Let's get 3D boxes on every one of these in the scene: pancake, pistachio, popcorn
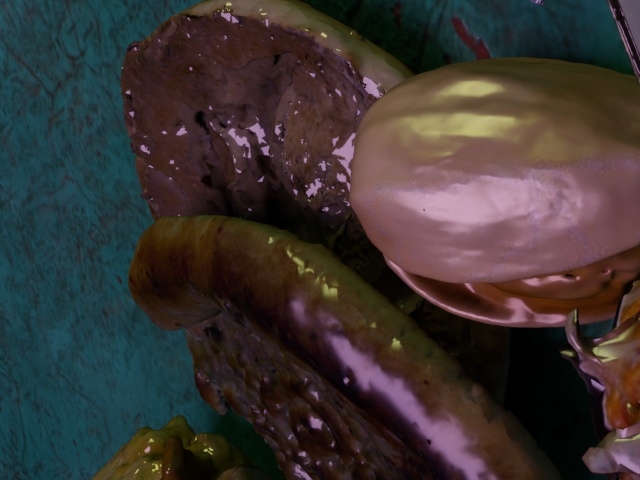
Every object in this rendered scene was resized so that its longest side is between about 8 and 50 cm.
[{"bbox_3d":[-0.006,0.112,1.118,0.427,0.067,0.305,37,149,31],"label":"pancake"},{"bbox_3d":[0.122,-0.029,0.902,0.229,0.157,0.157,7,116,31],"label":"pistachio"},{"bbox_3d":[-0.109,0.272,1.367,0.233,0.192,0.266,45,145,29],"label":"popcorn"},{"bbox_3d":[-0.001,-0.001,1.151,0.387,0.082,0.387,34,140,34],"label":"pancake"}]

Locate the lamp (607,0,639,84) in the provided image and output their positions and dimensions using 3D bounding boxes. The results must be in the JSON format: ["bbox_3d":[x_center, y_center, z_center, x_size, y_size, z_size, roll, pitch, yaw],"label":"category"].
[{"bbox_3d":[0.204,-0.223,0.753,0.269,0.047,0.266,-27,84,57],"label":"lamp"}]

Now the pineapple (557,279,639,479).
[{"bbox_3d":[0.289,0.061,0.570,0.300,0.352,0.352,-38,76,43],"label":"pineapple"}]

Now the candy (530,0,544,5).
[{"bbox_3d":[0.098,-0.200,0.940,0.136,0.038,0.088,37,123,28],"label":"candy"}]
